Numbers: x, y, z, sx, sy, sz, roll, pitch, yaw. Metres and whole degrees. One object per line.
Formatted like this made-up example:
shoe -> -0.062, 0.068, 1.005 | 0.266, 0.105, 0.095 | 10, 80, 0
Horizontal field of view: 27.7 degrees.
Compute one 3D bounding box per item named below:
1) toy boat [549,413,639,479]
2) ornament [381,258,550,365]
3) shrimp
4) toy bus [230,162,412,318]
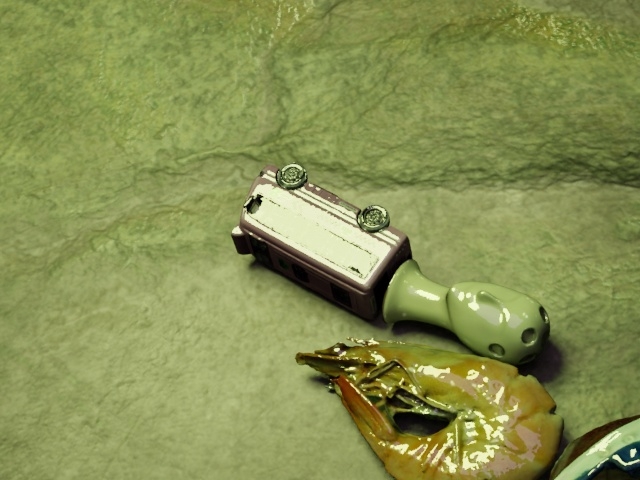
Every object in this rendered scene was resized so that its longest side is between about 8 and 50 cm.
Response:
toy boat -> 0.315, 0.213, 1.102 | 0.262, 0.114, 0.115 | -6, 42, 9
ornament -> 0.144, 0.070, 1.255 | 0.156, 0.081, 0.075 | 19, 55, 25
shrimp -> 0.092, 0.158, 1.213 | 0.267, 0.061, 0.145 | 22, 70, 19
toy bus -> 0.000, 0.000, 1.318 | 0.178, 0.087, 0.098 | 29, 69, 22
